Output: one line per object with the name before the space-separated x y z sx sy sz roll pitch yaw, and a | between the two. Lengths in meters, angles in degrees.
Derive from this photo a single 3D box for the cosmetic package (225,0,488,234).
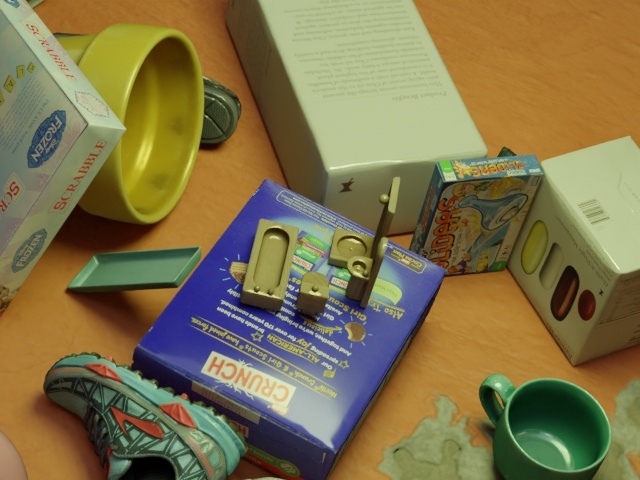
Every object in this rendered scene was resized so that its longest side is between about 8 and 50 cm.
cosmetic package | 0.037 -0.225 1.953 0.230 0.161 0.453 -8 53 -17

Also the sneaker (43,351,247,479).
sneaker | -0.221 0.217 1.569 0.262 0.104 0.125 20 58 23

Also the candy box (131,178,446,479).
candy box | -0.037 0.111 1.690 0.268 0.122 0.317 28 50 10

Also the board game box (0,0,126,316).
board game box | -0.415 -0.120 1.691 0.066 0.318 0.318 4 41 -53

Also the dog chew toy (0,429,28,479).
dog chew toy | -0.403 0.338 1.393 0.207 0.206 0.331 3 59 -8

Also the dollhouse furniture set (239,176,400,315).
dollhouse furniture set | 0.000 0.000 1.627 0.151 0.123 0.144 14 50 -2

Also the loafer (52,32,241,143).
loafer | -0.256 -0.217 1.945 0.303 0.109 0.095 20 25 -1

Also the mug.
mug | 0.268 0.234 1.664 0.129 0.097 0.157 -6 52 -15

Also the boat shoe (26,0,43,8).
boat shoe | -0.439 -0.378 2.020 0.103 0.118 0.320 24 44 15

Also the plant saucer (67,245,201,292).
plant saucer | -0.229 0.039 1.709 0.192 0.018 0.067 -3 38 39

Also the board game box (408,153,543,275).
board game box | 0.195 -0.028 1.797 0.136 0.201 0.035 -5 52 -15

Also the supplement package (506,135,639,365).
supplement package | 0.365 0.015 1.794 0.149 0.203 0.194 -16 55 -22

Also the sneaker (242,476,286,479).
sneaker | 0.010 0.385 1.472 0.366 0.210 0.137 6 39 41

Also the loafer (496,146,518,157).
loafer | 0.251 -0.062 1.929 0.061 0.062 0.170 28 53 6

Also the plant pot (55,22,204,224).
plant pot | -0.308 -0.163 1.797 0.239 0.254 0.254 11 48 17
